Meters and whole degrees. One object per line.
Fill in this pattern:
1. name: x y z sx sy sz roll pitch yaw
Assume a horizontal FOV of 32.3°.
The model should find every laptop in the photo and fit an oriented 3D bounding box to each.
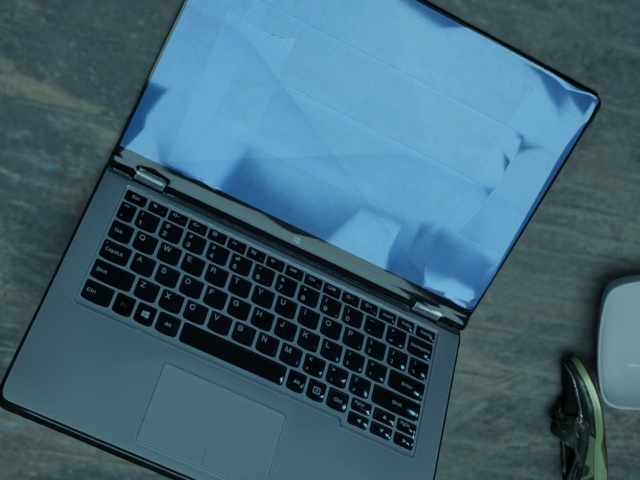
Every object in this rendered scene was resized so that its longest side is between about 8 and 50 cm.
1. laptop: 0.000 0.000 0.941 0.382 0.408 0.236 25 142 -11

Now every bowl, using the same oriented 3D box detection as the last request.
1. bowl: 0.335 0.092 1.079 0.142 0.053 0.142 -3 111 -2

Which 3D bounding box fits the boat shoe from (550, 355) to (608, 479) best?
1. boat shoe: 0.257 0.189 1.112 0.049 0.056 0.152 -15 111 -2
